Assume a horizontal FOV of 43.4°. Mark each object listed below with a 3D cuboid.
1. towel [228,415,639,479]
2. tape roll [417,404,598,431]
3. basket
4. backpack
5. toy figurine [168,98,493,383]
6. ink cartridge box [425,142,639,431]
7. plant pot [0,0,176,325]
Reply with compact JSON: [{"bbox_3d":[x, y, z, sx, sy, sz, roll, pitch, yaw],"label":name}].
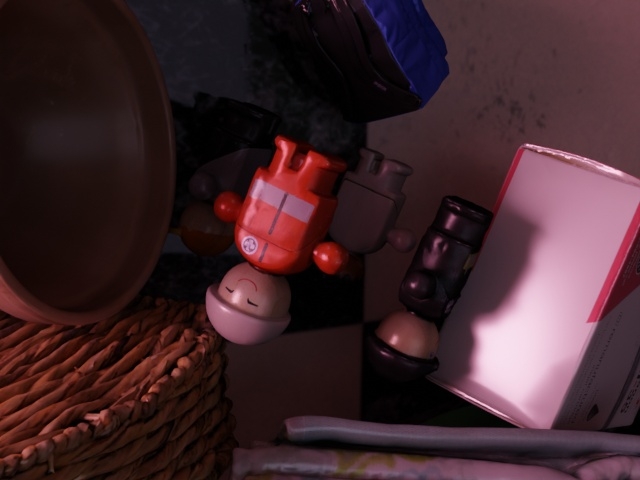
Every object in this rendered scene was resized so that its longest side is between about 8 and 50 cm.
[{"bbox_3d":[0.094,0.265,0.631,0.375,0.090,0.320,8,132,-11],"label":"towel"},{"bbox_3d":[0.167,0.310,0.800,0.321,0.077,0.321,-5,117,-11],"label":"tape roll"},{"bbox_3d":[-0.182,0.179,0.524,0.299,0.214,0.223,-28,120,-63],"label":"basket"},{"bbox_3d":[0.040,-0.171,0.664,0.120,0.098,0.101,52,51,-25],"label":"backpack"},{"bbox_3d":[0.000,0.000,0.623,0.213,0.209,0.148,16,103,-30],"label":"toy figurine"},{"bbox_3d":[0.235,0.054,0.720,0.283,0.117,0.207,15,98,-55],"label":"ink cartridge box"},{"bbox_3d":[-0.202,-0.062,0.552,0.110,0.237,0.237,0,107,20],"label":"plant pot"}]
